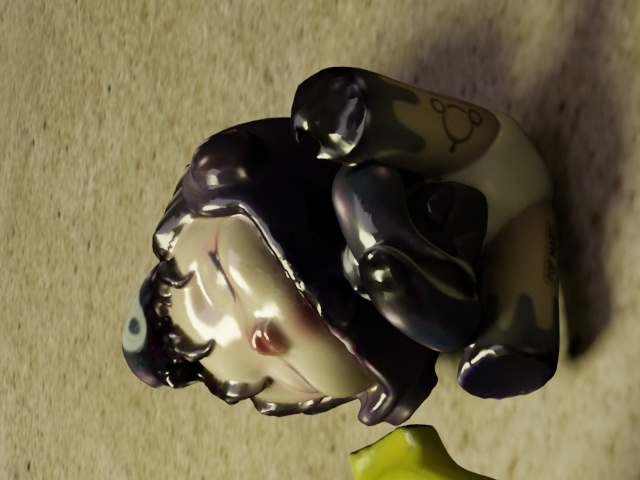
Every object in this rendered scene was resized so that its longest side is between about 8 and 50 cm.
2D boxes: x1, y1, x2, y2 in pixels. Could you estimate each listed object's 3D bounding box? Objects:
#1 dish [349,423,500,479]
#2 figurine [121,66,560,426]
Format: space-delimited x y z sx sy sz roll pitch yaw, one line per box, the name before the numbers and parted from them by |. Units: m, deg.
dish | 0.091 0.186 0.540 0.262 0.108 0.221 51 132 50
figurine | 0.000 0.000 0.721 0.222 0.145 0.145 -18 72 52
